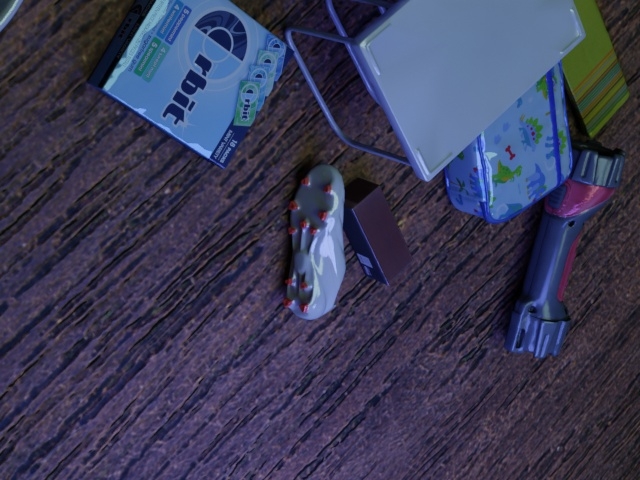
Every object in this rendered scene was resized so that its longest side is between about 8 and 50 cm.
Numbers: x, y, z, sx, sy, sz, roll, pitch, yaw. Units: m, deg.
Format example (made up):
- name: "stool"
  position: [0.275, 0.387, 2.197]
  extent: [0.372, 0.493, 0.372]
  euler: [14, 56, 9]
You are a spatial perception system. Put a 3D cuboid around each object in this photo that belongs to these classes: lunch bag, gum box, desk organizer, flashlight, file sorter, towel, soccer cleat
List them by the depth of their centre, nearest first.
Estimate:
- name: "gum box"
  position: [-0.137, -0.189, 1.404]
  extent: [0.184, 0.041, 0.157]
  euler: [32, 86, -39]
- name: "file sorter"
  position: [0.129, -0.245, 1.497]
  extent: [0.278, 0.173, 0.193]
  euler: [-42, 126, -17]
- name: "soccer cleat"
  position: [0.000, 0.000, 1.570]
  extent: [0.076, 0.068, 0.196]
  euler: [-11, 115, -50]
- name: "desk organizer"
  position: [0.065, -0.011, 1.621]
  extent: [0.050, 0.047, 0.130]
  euler: [-41, 127, -21]
- name: "lunch bag"
  position: [0.242, -0.147, 1.677]
  extent: [0.176, 0.090, 0.219]
  euler: [-28, 123, -29]
- name: "towel"
  position: [0.356, -0.259, 1.765]
  extent: [0.102, 0.021, 0.237]
  euler: [-46, 127, -21]
- name: "flashlight"
  position: [0.340, 0.011, 1.808]
  extent: [0.103, 0.103, 0.304]
  euler: [-51, 154, -72]

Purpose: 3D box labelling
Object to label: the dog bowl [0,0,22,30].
- name: "dog bowl"
  position: [-0.386, -0.284, 1.138]
  extent: [0.265, 0.104, 0.264]
  euler: [-14, 115, -32]
